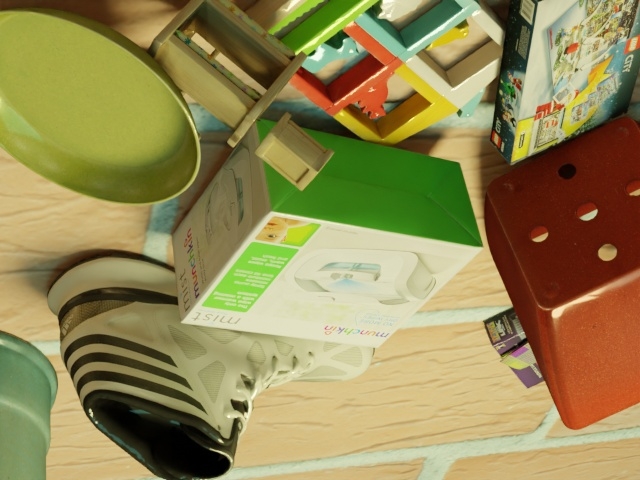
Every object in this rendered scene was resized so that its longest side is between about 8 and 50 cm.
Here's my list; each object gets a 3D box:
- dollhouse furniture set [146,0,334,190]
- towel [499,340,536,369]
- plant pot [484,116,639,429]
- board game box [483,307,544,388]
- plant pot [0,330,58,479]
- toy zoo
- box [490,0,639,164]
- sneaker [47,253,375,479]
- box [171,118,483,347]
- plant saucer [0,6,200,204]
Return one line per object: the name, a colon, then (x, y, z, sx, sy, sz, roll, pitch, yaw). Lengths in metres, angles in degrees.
dollhouse furniture set: (-0.076, -0.122, 1.091, 0.182, 0.101, 0.161, 39, 149, -5)
towel: (0.301, 0.156, 1.658, 0.083, 0.009, 0.060, -37, 140, 27)
plant pot: (0.329, 0.018, 1.340, 0.267, 0.267, 0.236, -27, 145, 12)
board game box: (0.331, 0.140, 1.698, 0.141, 0.048, 0.170, -28, 143, 12)
plant pot: (-0.466, 0.329, 1.375, 0.341, 0.334, 0.341, -11, 144, -8)
toy zoo: (0.074, -0.191, 1.168, 0.192, 0.030, 0.293, -34, 141, 22)
box: (0.261, -0.195, 1.199, 0.159, 0.044, 0.233, -24, 146, -17)
sneaker: (-0.103, 0.182, 1.394, 0.447, 0.257, 0.169, 12, 135, -34)
box: (0.000, 0.000, 1.289, 0.262, 0.127, 0.231, 10, 142, -29)
plant saucer: (-0.214, -0.124, 1.053, 0.241, 0.037, 0.241, 15, 145, 10)
